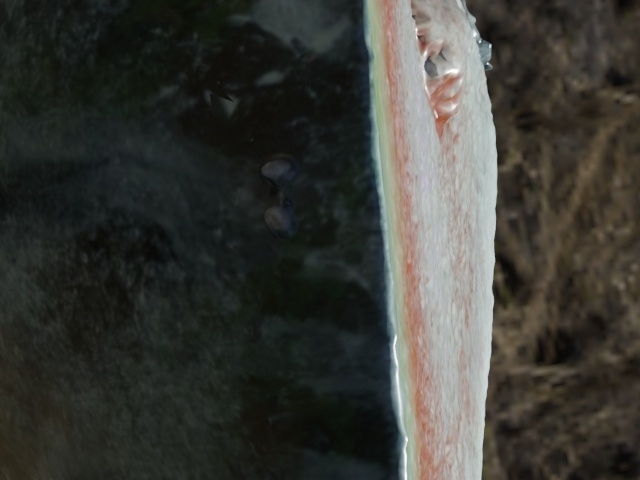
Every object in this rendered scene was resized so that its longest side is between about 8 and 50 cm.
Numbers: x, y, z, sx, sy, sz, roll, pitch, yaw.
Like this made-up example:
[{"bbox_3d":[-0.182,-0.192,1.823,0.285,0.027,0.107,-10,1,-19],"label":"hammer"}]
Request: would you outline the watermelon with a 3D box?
[{"bbox_3d":[0.000,0.000,0.454,0.214,0.320,0.289,-8,65,-43],"label":"watermelon"}]
